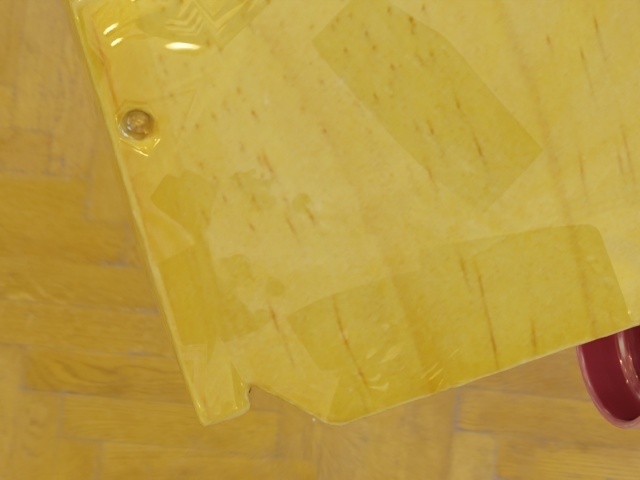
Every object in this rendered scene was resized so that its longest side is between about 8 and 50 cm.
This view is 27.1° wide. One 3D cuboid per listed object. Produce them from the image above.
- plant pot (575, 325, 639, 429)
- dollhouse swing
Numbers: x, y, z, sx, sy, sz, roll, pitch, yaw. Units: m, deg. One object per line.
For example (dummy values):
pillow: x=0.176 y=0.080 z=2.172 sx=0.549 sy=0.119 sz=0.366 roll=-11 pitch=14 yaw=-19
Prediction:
plant pot: x=0.362 y=0.075 z=1.269 sx=0.180 sy=0.201 sz=0.201 roll=-1 pitch=82 yaw=-14
dollhouse swing: x=0.034 y=-0.125 z=0.767 sx=0.347 sy=0.305 sz=0.315 roll=-18 pitch=113 yaw=-10
